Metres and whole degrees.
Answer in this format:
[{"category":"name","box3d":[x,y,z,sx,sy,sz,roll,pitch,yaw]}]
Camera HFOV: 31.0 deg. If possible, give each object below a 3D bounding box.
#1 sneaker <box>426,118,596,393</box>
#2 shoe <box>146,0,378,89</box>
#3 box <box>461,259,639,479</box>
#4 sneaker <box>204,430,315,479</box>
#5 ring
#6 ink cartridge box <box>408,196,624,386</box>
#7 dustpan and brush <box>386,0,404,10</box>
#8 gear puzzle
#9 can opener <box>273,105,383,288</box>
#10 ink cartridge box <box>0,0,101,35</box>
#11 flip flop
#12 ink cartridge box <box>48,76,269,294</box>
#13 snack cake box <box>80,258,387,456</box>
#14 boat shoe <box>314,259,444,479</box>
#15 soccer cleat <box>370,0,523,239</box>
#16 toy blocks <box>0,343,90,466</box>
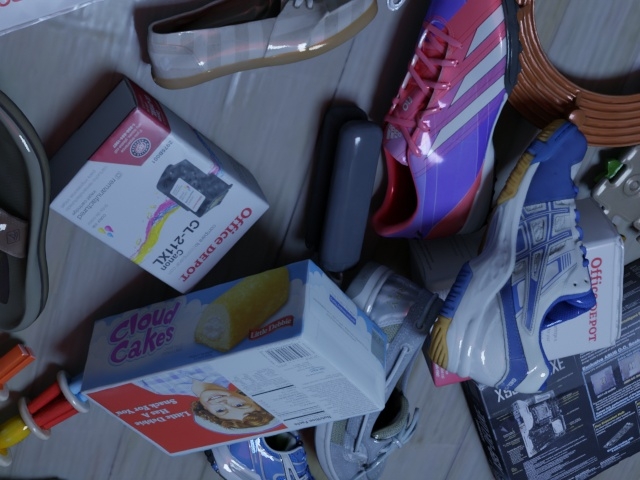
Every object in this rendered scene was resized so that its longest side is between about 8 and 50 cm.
[{"category":"sneaker","box3d":[0.218,0.019,1.144,0.296,0.131,0.112,-62,168,-20]},{"category":"shoe","box3d":[-0.052,-0.196,1.043,0.219,0.076,0.058,-19,130,-8]},{"category":"box","box3d":[0.339,0.177,1.429,0.307,0.076,0.242,-27,126,-5]},{"category":"sneaker","box3d":[-0.041,0.268,1.330,0.081,0.080,0.211,-40,127,9]},{"category":"ring","box3d":[0.323,-0.245,1.159,0.336,0.032,0.337,-4,118,-8]},{"category":"ink cartridge box","box3d":[0.216,0.056,1.277,0.218,0.092,0.159,-11,127,-4]},{"category":"dustpan and brush","box3d":[0.100,-0.312,1.042,0.147,0.060,0.211,15,113,-29]},{"category":"gear puzzle","box3d":[0.396,-0.080,1.322,0.175,0.044,0.339,27,110,-34]},{"category":"can opener","box3d":[0.000,0.000,1.184,0.093,0.074,0.280,0,119,-27]},{"category":"ink cartridge box","box3d":[-0.239,-0.291,0.899,0.160,0.092,0.219,-20,125,-9]},{"category":"flip flop","box3d":[-0.303,-0.025,1.022,0.080,0.112,0.277,-37,143,-45]},{"category":"ink cartridge box","box3d":[-0.155,-0.048,1.094,0.127,0.072,0.175,-47,125,10]},{"category":"snack cake box","box3d":[-0.084,0.123,1.138,0.264,0.089,0.152,-17,139,27]},{"category":"boat shoe","box3d":[0.066,0.165,1.258,0.118,0.103,0.320,-46,151,-46]},{"category":"soccer cleat","box3d":[0.116,-0.136,1.130,0.116,0.108,0.318,-11,127,-20]},{"category":"toy blocks","box3d":[-0.295,0.149,1.170,0.148,0.054,0.123,-34,127,1]}]
